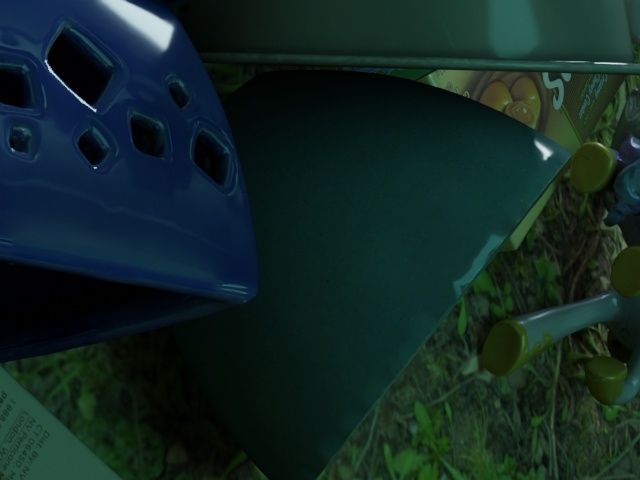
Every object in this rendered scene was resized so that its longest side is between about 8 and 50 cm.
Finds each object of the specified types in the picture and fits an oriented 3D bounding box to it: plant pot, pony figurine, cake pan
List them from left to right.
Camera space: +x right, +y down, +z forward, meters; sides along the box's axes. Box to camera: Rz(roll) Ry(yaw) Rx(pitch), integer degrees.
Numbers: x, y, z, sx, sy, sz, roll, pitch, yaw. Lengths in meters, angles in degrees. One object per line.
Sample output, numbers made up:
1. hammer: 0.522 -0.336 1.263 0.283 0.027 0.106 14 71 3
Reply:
1. plant pot: -0.192 -0.064 0.701 0.236 0.236 0.212 14 67 -47
2. plant pot: 0.000 0.000 0.915 0.195 0.290 0.290 38 46 6
3. cake pan: 0.050 -0.129 0.826 0.293 0.293 0.054 -8 102 -50
4. pony figurine: 0.341 0.006 1.327 0.363 0.302 0.351 6 111 -53

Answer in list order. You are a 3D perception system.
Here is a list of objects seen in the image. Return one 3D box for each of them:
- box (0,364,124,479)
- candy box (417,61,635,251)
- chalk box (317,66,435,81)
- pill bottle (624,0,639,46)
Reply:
1. box: -0.156 0.200 0.762 0.311 0.148 0.121 50 50 -31
2. candy box: 0.168 -0.150 1.247 0.316 0.087 0.183 -52 122 -41
3. chalk box: 0.050 -0.235 1.010 0.289 0.180 0.179 31 45 -38
4. pill bottle: 0.338 -0.322 1.376 0.152 0.152 0.272 38 30 -40
